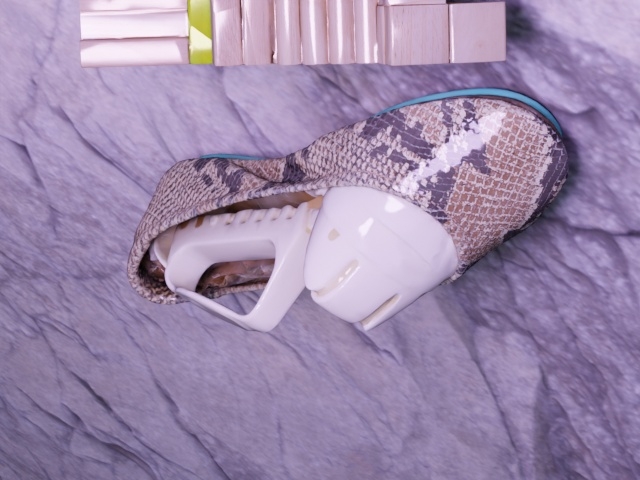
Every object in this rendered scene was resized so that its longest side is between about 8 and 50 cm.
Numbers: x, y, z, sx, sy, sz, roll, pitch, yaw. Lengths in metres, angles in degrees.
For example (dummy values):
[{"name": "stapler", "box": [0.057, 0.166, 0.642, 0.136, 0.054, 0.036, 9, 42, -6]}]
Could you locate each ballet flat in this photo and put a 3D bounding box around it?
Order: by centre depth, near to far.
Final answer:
[{"name": "ballet flat", "box": [0.000, 0.000, 1.596, 0.483, 0.182, 0.164, -8, 133, 49]}]

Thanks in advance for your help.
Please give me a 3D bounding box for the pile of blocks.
[{"name": "pile of blocks", "box": [-0.023, -0.189, 1.420, 0.362, 0.149, 0.112, 3, 99, 27]}]
